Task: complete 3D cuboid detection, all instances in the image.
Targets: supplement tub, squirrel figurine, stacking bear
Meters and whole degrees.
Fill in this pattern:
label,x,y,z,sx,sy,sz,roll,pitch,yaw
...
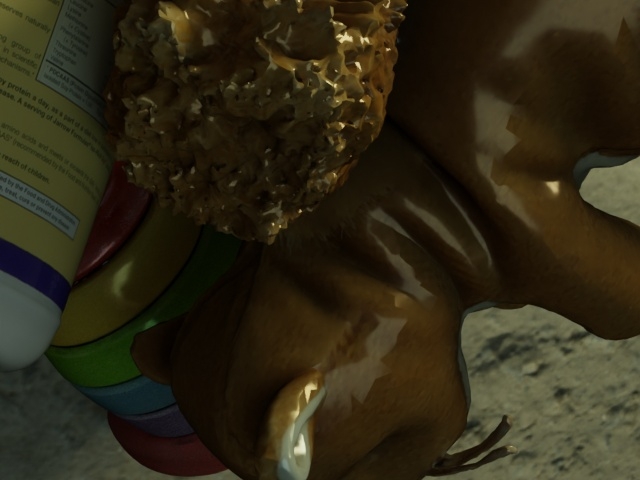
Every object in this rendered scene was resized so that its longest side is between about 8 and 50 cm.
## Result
label,x,y,z,sx,sy,sz,roll,pitch,yaw
supplement tub,-0.207,-0.120,0.886,0.241,0.241,0.331,27,74,-36
squirrel figurine,0.022,-0.054,0.913,0.370,0.281,0.397,-50,128,-1
stacking bear,-0.137,0.010,1.099,0.175,0.164,0.289,-43,122,-4
